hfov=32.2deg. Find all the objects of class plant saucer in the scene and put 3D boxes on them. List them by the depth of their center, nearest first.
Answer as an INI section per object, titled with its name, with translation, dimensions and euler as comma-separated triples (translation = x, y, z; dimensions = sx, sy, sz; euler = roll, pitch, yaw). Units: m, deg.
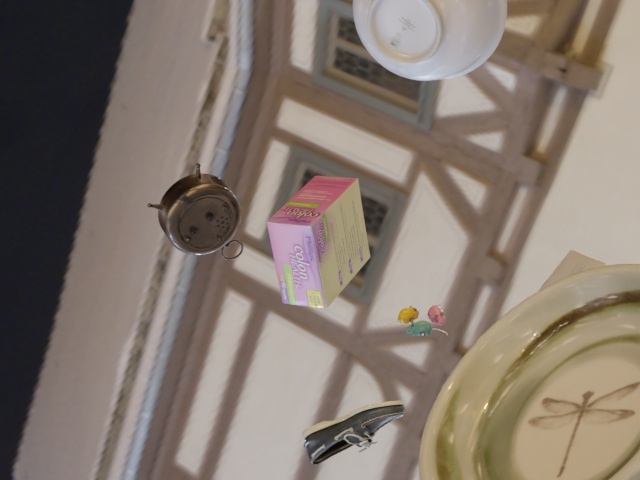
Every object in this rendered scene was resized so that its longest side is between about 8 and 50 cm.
[plant saucer]
translation = 0.300, 0.207, 1.323
dimensions = 0.100, 0.400, 0.400
euler = 45, -110, -21

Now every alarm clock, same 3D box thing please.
[alarm clock]
translation = -0.184, -0.028, 1.817
dimensions = 0.129, 0.064, 0.192
euler = -40, -49, 0

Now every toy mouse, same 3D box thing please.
[toy mouse]
translation = 0.256, 0.191, 2.690
dimensions = 0.161, 0.143, 0.031
euler = -25, -57, -30

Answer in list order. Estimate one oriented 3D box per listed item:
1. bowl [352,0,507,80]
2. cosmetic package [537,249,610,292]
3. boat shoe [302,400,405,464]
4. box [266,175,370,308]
[bowl]
translation = 0.174, -0.406, 1.999
dimensions = 0.134, 0.298, 0.297
euler = -47, -30, -50
[cosmetic package]
translation = 0.438, 0.126, 1.774
dimensions = 0.151, 0.151, 0.183
euler = -53, 7, 3
[boat shoe]
translation = 0.071, 0.398, 2.305
dimensions = 0.255, 0.079, 0.095
euler = -24, -27, 24
[box]
translation = 0.000, 0.000, 2.538
dimensions = 0.243, 0.117, 0.213
euler = -48, -45, -50
